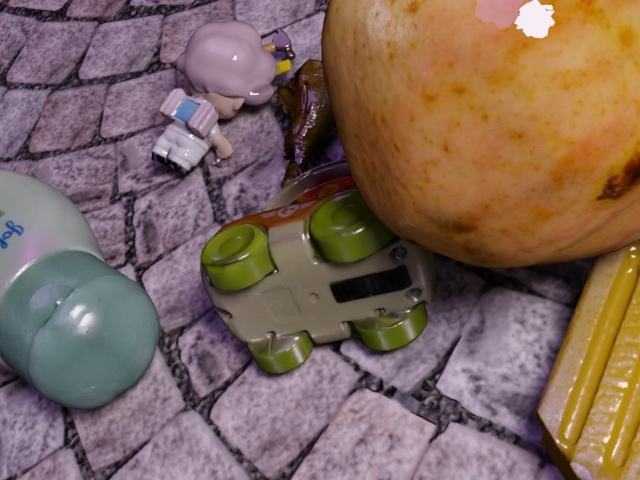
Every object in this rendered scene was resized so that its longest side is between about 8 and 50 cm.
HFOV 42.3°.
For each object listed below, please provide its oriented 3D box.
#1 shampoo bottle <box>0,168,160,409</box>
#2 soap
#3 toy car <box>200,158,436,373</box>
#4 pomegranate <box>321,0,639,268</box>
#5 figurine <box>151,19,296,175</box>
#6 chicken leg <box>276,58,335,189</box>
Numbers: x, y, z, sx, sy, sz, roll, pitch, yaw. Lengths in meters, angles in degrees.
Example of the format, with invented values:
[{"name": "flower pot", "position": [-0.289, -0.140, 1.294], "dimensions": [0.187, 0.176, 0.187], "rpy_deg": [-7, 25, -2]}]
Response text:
[{"name": "shampoo bottle", "position": [-0.317, 0.056, 0.899], "dimensions": [0.349, 0.151, 0.222], "rpy_deg": [28, 69, 33]}, {"name": "soap", "position": [0.265, 0.113, 0.666], "dimensions": [0.140, 0.073, 0.232], "rpy_deg": [14, 65, 31]}, {"name": "toy car", "position": [0.000, 0.000, 0.832], "dimensions": [0.235, 0.145, 0.235], "rpy_deg": [-17, 33, 11]}, {"name": "pomegranate", "position": [0.150, -0.128, 0.675], "dimensions": [0.342, 0.342, 0.343], "rpy_deg": [-11, 54, 16]}, {"name": "figurine", "position": [-0.130, -0.188, 1.017], "dimensions": [0.137, 0.112, 0.229], "rpy_deg": [28, 81, 29]}, {"name": "chicken leg", "position": [-0.020, -0.133, 0.962], "dimensions": [0.093, 0.070, 0.178], "rpy_deg": [-11, 58, 37]}]
